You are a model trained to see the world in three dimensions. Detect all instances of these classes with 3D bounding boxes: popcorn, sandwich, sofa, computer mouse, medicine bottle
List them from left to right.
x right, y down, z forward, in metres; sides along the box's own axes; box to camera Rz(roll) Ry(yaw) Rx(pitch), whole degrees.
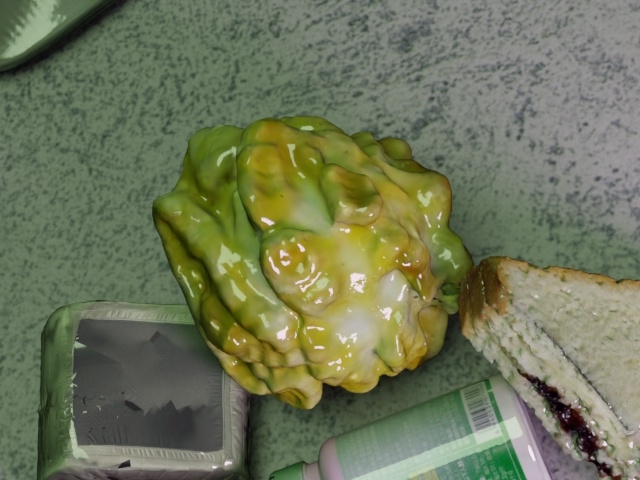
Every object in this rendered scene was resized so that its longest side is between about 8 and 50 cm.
[{"bbox_3d":[-0.321,-0.344,2.050,0.331,0.095,0.197,-41,64,-2],"label":"computer mouse"},{"bbox_3d":[-0.192,0.178,1.859,0.225,0.176,0.210,1,71,-16],"label":"sofa"},{"bbox_3d":[-0.012,0.005,1.748,0.312,0.312,0.312,-4,72,12],"label":"popcorn"},{"bbox_3d":[0.089,0.240,1.741,0.274,0.133,0.133,-21,69,6],"label":"medicine bottle"},{"bbox_3d":[0.277,0.150,1.665,0.288,0.099,0.254,10,68,-28],"label":"sandwich"}]
